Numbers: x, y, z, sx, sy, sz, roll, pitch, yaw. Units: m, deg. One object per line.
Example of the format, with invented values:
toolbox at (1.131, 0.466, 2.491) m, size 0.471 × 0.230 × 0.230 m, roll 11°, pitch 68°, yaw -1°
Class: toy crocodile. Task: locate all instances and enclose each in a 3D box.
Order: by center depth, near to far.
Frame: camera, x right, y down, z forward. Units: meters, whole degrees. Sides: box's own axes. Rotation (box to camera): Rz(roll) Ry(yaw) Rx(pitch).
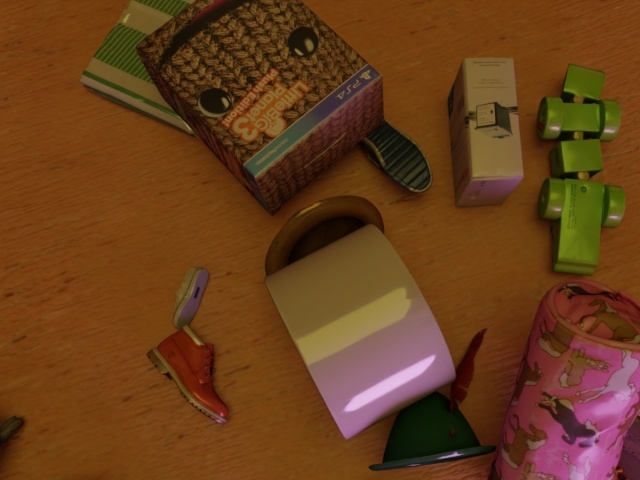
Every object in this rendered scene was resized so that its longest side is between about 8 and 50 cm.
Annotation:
toy crocodile at (0.394, -0.114, 1.121) m, size 0.115 × 0.105 × 0.341 m, roll 2°, pitch 80°, yaw 2°

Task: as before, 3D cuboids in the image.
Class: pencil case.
pencil case at (0.309, 0.247, 0.905) m, size 0.167 × 0.160 × 0.386 m, roll 11°, pitch 112°, yaw 3°

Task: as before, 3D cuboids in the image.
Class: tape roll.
tape roll at (0.050, 0.121, 0.985) m, size 0.169 × 0.246 × 0.246 m, roll -27°, pitch 76°, yaw -5°

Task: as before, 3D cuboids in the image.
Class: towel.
towel at (-0.225, -0.351, 1.231) m, size 0.247 × 0.038 × 0.325 m, roll 25°, pitch 76°, yaw 8°

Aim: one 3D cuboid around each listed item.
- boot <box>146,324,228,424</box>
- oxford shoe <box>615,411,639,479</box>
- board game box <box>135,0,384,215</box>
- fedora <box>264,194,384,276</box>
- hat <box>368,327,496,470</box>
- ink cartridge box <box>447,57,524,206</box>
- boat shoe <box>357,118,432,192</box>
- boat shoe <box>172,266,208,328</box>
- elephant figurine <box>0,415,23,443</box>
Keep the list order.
boot at (-0.177, 0.198, 1.075) m, size 0.084 × 0.059 × 0.158 m, roll -41°, pitch 77°, yaw -13°
oxford shoe at (0.433, 0.286, 0.998) m, size 0.363 × 0.130 × 0.133 m, roll 26°, pitch 92°, yaw 15°
board game box at (-0.087, -0.231, 1.087) m, size 0.232 × 0.141 × 0.291 m, roll -41°, pitch 72°, yaw -8°
fedora at (0.000, 0.000, 1.087) m, size 0.194 × 0.194 × 0.079 m, roll -26°, pitch 42°, yaw -5°
hat at (0.145, 0.215, 1.013) m, size 0.173 × 0.208 × 0.184 m, roll -16°, pitch 69°, yaw 22°
ink cartridge box at (0.248, -0.162, 1.109) m, size 0.082 × 0.139 × 0.191 m, roll -2°, pitch 76°, yaw -1°
boat shoe at (0.111, -0.141, 1.145) m, size 0.066 × 0.066 × 0.183 m, roll -36°, pitch 72°, yaw -5°
boat shoe at (-0.208, 0.087, 1.119) m, size 0.035 × 0.035 × 0.100 m, roll 13°, pitch 79°, yaw 33°
elephant figurine at (-0.591, 0.311, 1.018) m, size 0.239 × 0.186 × 0.169 m, roll -24°, pitch 37°, yaw 22°
